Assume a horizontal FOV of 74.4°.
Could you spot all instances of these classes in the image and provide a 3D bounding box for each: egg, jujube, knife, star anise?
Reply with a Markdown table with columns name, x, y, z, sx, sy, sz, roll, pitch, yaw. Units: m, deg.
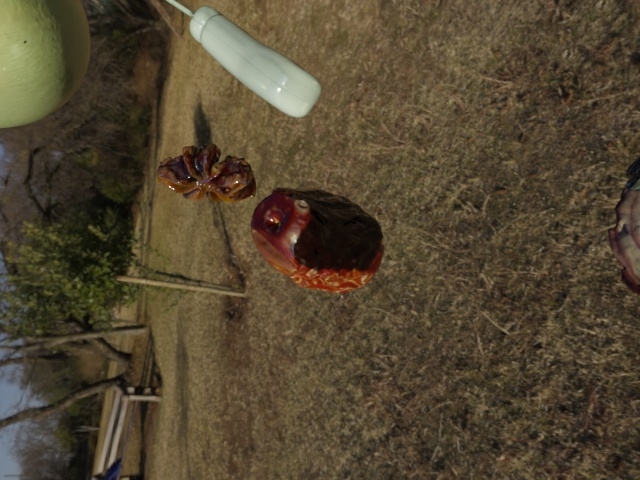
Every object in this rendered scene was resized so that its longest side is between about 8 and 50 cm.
| name | x | y | z | sx | sy | sz | roll | pitch | yaw |
| --- | --- | --- | --- | --- | --- | --- | --- | --- | --- |
| egg | -0.357 | -0.227 | 0.432 | 0.295 | 0.218 | 0.218 | 24 | 102 | 50 |
| jujube | 0.000 | 0.000 | 0.835 | 0.216 | 0.342 | 0.216 | -5 | 78 | 24 |
| knife | -0.137 | -0.228 | 0.404 | 0.044 | 0.331 | 0.080 | -53 | -7 | 20 |
| star anise | -0.251 | -0.155 | 0.956 | 0.190 | 0.220 | 0.126 | 156 | 124 | -78 |

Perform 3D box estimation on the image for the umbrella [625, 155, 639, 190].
| name | x | y | z | sx | sy | sz | roll | pitch | yaw |
| --- | --- | --- | --- | --- | --- | --- | --- | --- | --- |
| umbrella | 0.486 | -0.060 | 0.487 | 0.071 | 0.224 | 0.080 | -57 | -12 | -33 |

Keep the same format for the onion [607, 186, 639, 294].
| name | x | y | z | sx | sy | sz | roll | pitch | yaw |
| --- | --- | --- | --- | --- | --- | --- | --- | --- | --- |
| onion | 0.586 | 0.002 | 0.612 | 0.280 | 0.146 | 0.314 | -15 | 49 | 28 |
